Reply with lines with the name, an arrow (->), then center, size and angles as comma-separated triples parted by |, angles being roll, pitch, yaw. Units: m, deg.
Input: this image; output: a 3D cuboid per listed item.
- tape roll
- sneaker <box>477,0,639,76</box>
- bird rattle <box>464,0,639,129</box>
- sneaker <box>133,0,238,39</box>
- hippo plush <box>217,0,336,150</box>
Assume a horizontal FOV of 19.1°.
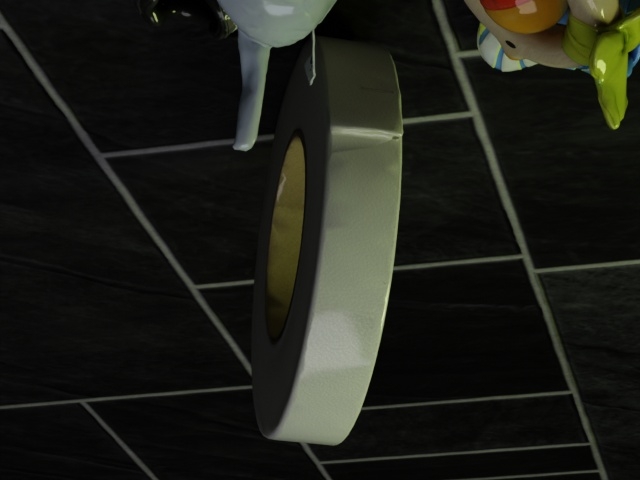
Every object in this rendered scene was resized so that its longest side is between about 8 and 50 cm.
tape roll -> 0.000, 0.000, 1.811 | 0.072, 0.392, 0.392 | 7, 152, -9
sneaker -> 0.221, -0.188, 1.718 | 0.091, 0.126, 0.240 | 15, 149, -24
bird rattle -> 0.179, -0.210, 1.546 | 0.253, 0.143, 0.207 | 45, 157, -29
sneaker -> -0.041, -0.234, 1.636 | 0.276, 0.135, 0.097 | -1, 151, 2
hippo plush -> -0.064, -0.281, 1.420 | 0.237, 0.234, 0.294 | 31, 136, 8
